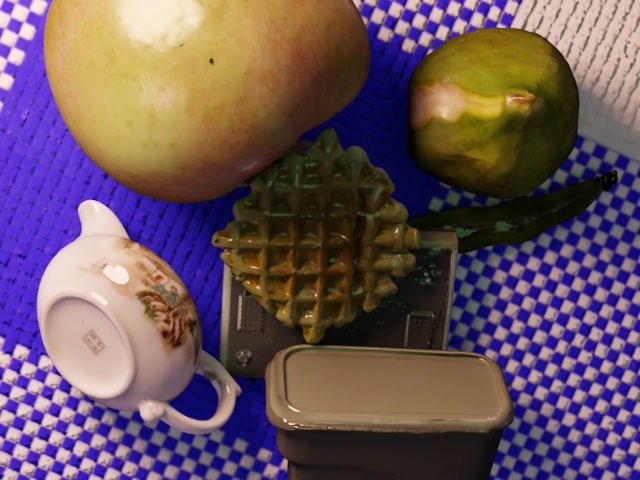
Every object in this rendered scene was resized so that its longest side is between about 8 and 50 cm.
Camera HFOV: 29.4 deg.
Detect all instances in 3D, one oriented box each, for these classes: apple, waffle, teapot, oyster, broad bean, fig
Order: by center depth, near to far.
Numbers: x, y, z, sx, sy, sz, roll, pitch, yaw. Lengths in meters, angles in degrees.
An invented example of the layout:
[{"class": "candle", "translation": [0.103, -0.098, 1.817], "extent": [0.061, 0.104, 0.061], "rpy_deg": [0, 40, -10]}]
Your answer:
[{"class": "apple", "translation": [-0.126, -0.197, 1.265], "extent": [0.319, 0.319, 0.277], "rpy_deg": [-37, 95, -2]}, {"class": "fig", "translation": [0.201, -0.136, 1.319], "extent": [0.206, 0.275, 0.206], "rpy_deg": [-1, 95, -8]}, {"class": "waffle", "translation": [0.000, 0.000, 1.333], "extent": [0.208, 0.054, 0.214], "rpy_deg": [-43, 115, 6]}, {"class": "teapot", "translation": [-0.211, 0.098, 1.358], "extent": [0.204, 0.139, 0.298], "rpy_deg": [-30, 94, 37]}, {"class": "oyster", "translation": [-0.046, -0.081, 1.404], "extent": [0.083, 0.080, 0.038], "rpy_deg": [-3, 123, 26]}, {"class": "broad bean", "translation": [0.220, -0.023, 1.450], "extent": [0.297, 0.043, 0.060], "rpy_deg": [-13, 91, -6]}]

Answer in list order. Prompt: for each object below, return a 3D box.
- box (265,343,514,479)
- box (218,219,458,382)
[{"class": "box", "translation": [0.070, 0.228, 1.391], "extent": [0.274, 0.138, 0.178], "rpy_deg": [3, 123, -4]}, {"class": "box", "translation": [0.019, 0.077, 1.416], "extent": [0.270, 0.045, 0.211], "rpy_deg": [4, 108, -6]}]
